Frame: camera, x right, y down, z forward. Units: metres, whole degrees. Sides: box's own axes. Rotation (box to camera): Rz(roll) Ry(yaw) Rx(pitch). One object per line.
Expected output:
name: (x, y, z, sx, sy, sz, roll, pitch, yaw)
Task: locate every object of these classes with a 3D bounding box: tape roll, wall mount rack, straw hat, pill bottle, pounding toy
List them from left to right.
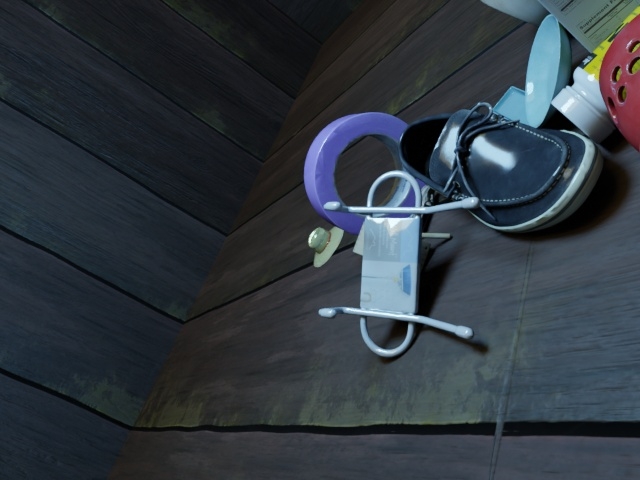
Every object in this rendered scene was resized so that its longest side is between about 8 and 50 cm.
straw hat: (0.000, 0.000, 1.615, 0.144, 0.061, 0.144, -48, 21, 26)
tape roll: (0.105, -0.149, 1.277, 0.274, 0.275, 0.090, -58, 19, -1)
pounding toy: (0.164, 0.007, 1.147, 0.100, 0.130, 0.141, -70, 20, 0)
wall mount rack: (0.144, 0.042, 0.983, 0.304, 0.130, 0.350, 2, 88, 34)
pill bottle: (0.459, -0.252, 0.834, 0.208, 0.119, 0.119, -48, 22, 24)

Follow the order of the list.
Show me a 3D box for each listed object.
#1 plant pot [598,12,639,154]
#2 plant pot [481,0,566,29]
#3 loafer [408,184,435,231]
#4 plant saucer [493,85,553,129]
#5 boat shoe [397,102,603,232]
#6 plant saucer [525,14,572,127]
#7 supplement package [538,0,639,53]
plant pot: (0.440, -0.166, 0.646, 0.191, 0.191, 0.174, -39, 29, 40)
plant pot: (0.465, -0.581, 1.107, 0.323, 0.323, 0.280, -91, 18, -57)
loafer: (0.226, -0.064, 1.218, 0.039, 0.045, 0.125, 8, 65, 49)
plant saucer: (0.406, -0.262, 1.124, 0.067, 0.018, 0.192, -52, 20, 16)
boat shoe: (0.281, -0.140, 1.003, 0.186, 0.156, 0.500, -62, 21, 6)
plant saucer: (0.408, -0.296, 0.996, 0.195, 0.037, 0.195, 4, -90, -85)
supplement package: (0.462, -0.444, 0.904, 0.198, 0.263, 0.199, -42, 24, 35)
